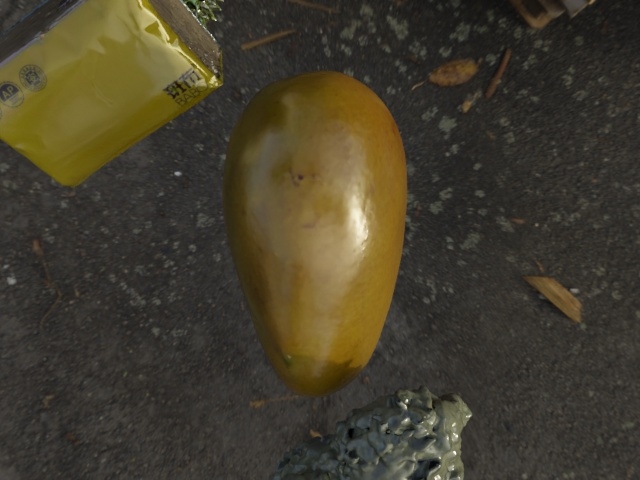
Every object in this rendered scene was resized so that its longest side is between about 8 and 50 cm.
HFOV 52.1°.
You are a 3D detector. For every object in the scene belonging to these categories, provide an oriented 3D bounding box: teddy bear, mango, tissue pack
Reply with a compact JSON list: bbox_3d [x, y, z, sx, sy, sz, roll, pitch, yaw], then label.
[{"bbox_3d":[0.068,0.343,0.887,0.357,0.367,0.224,-6,53,-34],"label":"teddy bear"},{"bbox_3d":[0.000,0.000,0.884,0.232,0.300,0.445,1,108,14],"label":"mango"},{"bbox_3d":[-0.178,-0.133,0.524,0.169,0.082,0.120,-30,134,14],"label":"tissue pack"}]

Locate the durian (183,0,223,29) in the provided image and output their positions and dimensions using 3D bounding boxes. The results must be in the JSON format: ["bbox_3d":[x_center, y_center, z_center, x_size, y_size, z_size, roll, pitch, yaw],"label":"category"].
[{"bbox_3d":[-0.151,-0.289,0.705,0.137,0.220,0.095,-32,66,-17],"label":"durian"}]
